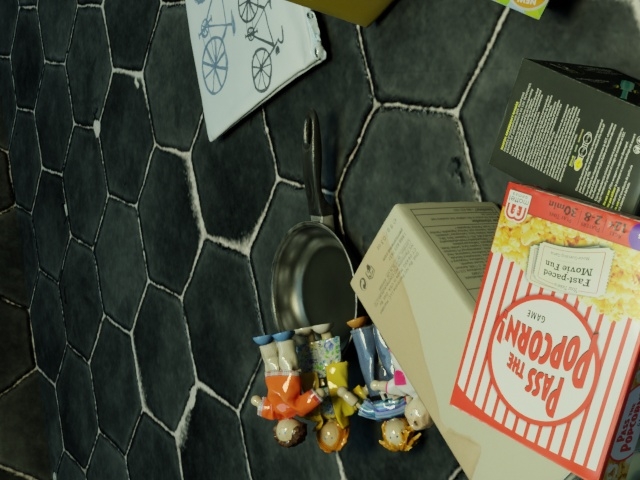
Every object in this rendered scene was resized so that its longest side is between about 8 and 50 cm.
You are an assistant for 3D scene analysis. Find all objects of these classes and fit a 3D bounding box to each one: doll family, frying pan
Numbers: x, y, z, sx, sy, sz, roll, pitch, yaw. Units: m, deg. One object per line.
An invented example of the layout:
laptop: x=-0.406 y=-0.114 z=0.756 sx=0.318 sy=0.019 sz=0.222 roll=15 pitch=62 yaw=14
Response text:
doll family: x=0.050 y=0.174 z=1.087 sx=0.263 sy=0.118 sz=0.163 roll=-13 pitch=84 yaw=26
frying pan: x=-0.016 y=0.011 z=1.222 sx=0.197 sy=0.053 sz=0.326 roll=-28 pitch=68 yaw=51

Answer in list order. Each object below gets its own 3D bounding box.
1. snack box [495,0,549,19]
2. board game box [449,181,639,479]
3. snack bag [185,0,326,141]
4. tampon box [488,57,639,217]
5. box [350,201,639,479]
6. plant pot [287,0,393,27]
snack box: x=0.149 y=-0.329 z=0.849 sx=0.207 sy=0.070 sz=0.174 roll=26 pitch=120 yaw=6
board game box: x=0.189 y=0.066 z=0.703 sx=0.147 sy=0.045 sz=0.193 roll=23 pitch=104 yaw=46
snack bag: x=-0.108 y=-0.352 z=1.354 sx=0.343 sy=0.037 sz=0.322 roll=-25 pitch=72 yaw=54
tampon box: x=0.249 y=-0.079 z=0.771 sx=0.161 sy=0.121 sz=0.101 roll=41 pitch=124 yaw=47
box: x=0.172 y=0.110 z=0.873 sx=0.311 sy=0.148 sz=0.121 roll=60 pitch=137 yaw=36
plant pot: x=0.028 y=-0.398 z=1.021 sx=0.187 sy=0.212 sz=0.212 roll=-29 pitch=67 yaw=39
